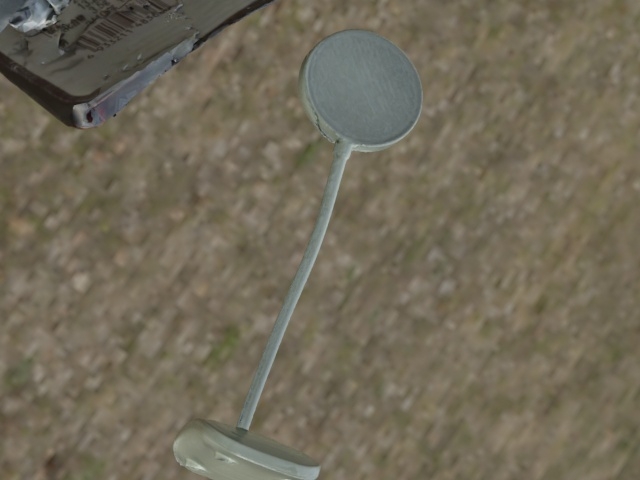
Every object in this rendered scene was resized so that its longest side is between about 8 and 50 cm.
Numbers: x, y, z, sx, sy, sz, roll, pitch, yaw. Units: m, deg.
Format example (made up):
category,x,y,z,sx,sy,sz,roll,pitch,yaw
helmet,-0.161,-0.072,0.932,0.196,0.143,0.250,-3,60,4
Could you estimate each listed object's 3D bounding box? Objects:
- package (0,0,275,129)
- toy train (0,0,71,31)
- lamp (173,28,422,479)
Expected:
category,x,y,z,sx,sy,sz,roll,pitch,yaw
package,-0.132,-0.159,0.824,0.154,0.239,0.030,-38,159,-27
toy train,-0.162,-0.140,0.587,0.060,0.081,0.202,-39,133,14
lamp,0.000,0.000,0.641,0.056,0.050,0.198,-43,-154,60
